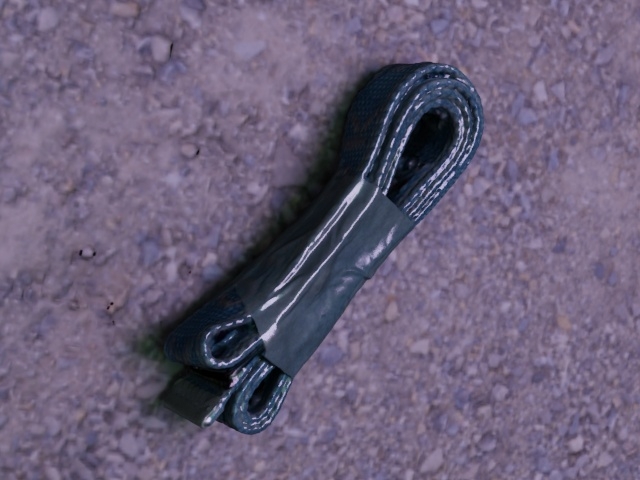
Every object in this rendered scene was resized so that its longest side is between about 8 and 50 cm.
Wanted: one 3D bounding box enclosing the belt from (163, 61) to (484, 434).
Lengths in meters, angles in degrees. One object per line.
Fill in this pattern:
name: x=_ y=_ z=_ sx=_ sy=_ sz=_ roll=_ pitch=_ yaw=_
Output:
belt: x=0.000 y=0.000 z=0.990 sx=0.302 sy=0.072 sz=0.087 roll=-52 pitch=124 yaw=-15
